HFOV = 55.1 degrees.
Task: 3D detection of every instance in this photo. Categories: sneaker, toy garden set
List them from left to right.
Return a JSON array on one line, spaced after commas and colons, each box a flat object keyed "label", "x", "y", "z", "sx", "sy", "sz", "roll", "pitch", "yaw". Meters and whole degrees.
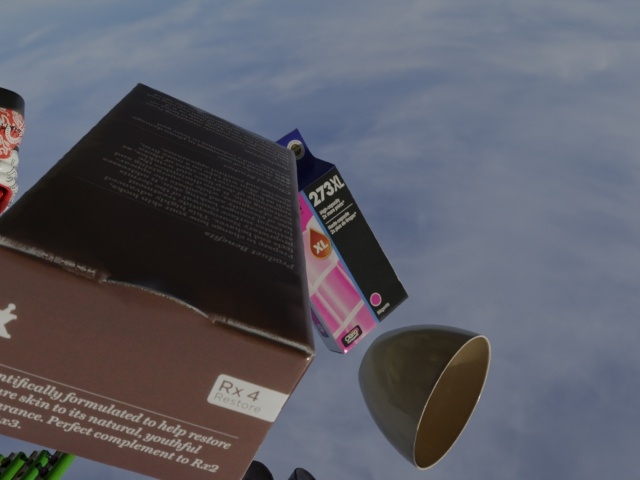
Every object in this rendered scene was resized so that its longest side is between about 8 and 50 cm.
[{"label": "sneaker", "x": -0.489, "y": -0.094, "z": 0.833, "sx": 0.270, "sy": 0.145, "sz": 0.090, "roll": -18, "pitch": 159, "yaw": 39}, {"label": "toy garden set", "x": -0.577, "y": 0.443, "z": 1.062, "sx": 0.244, "sy": 0.049, "sz": 0.204, "roll": -14, "pitch": -153, "yaw": 27}]

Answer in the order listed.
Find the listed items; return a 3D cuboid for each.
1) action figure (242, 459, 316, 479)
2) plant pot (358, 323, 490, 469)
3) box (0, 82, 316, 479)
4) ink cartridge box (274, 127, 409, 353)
[{"label": "action figure", "x": -0.128, "y": 0.324, "z": 0.609, "sx": 0.285, "sy": 0.185, "sz": 0.099, "roll": -46, "pitch": -154, "yaw": 23}, {"label": "plant pot", "x": 0.189, "y": 0.285, "z": 1.240, "sx": 0.191, "sy": 0.284, "sz": 0.284, "roll": 23, "pitch": -135, "yaw": 35}, {"label": "box", "x": -0.124, "y": 0.002, "z": 0.517, "sx": 0.191, "sy": 0.143, "sz": 0.381, "roll": 23, "pitch": -160, "yaw": -13}, {"label": "ink cartridge box", "x": 0.000, "y": 0.000, "z": 1.077, "sx": 0.175, "sy": 0.371, "sz": 0.069, "roll": -38, "pitch": -166, "yaw": -25}]
